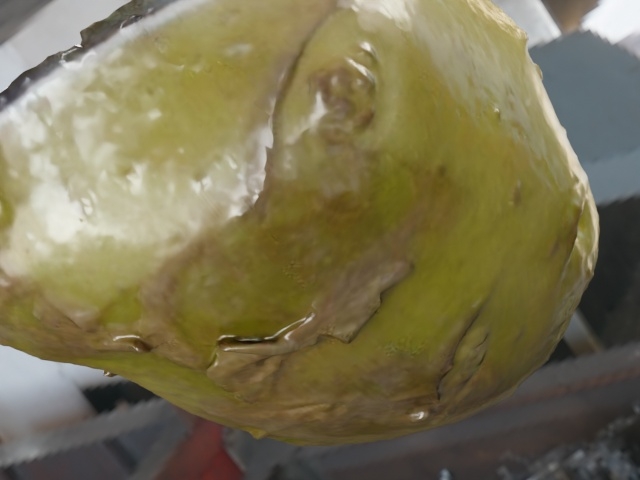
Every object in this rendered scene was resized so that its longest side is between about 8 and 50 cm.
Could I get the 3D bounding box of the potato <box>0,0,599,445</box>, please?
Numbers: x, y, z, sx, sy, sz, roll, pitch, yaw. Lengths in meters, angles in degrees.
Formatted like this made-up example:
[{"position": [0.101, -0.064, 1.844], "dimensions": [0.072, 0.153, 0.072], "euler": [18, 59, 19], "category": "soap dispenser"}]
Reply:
[{"position": [0.000, 0.000, 0.737], "dimensions": [0.300, 0.196, 0.246], "euler": [-13, -25, -51], "category": "potato"}]
